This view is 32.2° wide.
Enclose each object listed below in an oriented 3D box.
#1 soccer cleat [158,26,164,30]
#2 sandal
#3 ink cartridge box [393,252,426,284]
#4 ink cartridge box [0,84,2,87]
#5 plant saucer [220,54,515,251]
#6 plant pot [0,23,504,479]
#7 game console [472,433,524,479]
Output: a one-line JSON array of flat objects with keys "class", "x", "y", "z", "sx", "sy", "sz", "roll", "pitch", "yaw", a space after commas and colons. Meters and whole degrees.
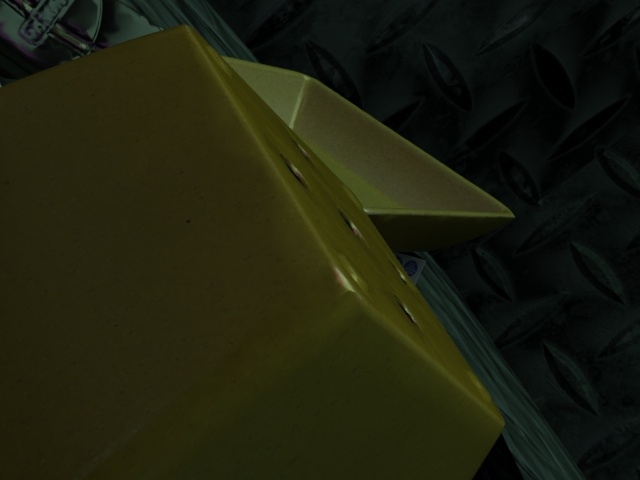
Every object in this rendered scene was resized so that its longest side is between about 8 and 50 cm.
[{"class": "soccer cleat", "x": -0.116, "y": -0.040, "z": 0.893, "sx": 0.143, "sy": 0.116, "sz": 0.331, "roll": -3, "pitch": 55, "yaw": -52}, {"class": "sandal", "x": -0.226, "y": -0.166, "z": 0.813, "sx": 0.303, "sy": 0.120, "sz": 0.086, "roll": 43, "pitch": -33, "yaw": -11}, {"class": "ink cartridge box", "x": 0.000, "y": 0.000, "z": 1.153, "sx": 0.207, "sy": 0.046, "sz": 0.097, "roll": 15, "pitch": 13, "yaw": -35}, {"class": "ink cartridge box", "x": -0.275, "y": -0.143, "z": 0.497, "sx": 0.330, "sy": 0.071, "sz": 0.324, "roll": 58, "pitch": 10, "yaw": 32}, {"class": "plant saucer", "x": -0.007, "y": -0.081, "z": 1.143, "sx": 0.333, "sy": 0.081, "sz": 0.333, "roll": 37, "pitch": 20, "yaw": 28}, {"class": "plant pot", "x": -0.060, "y": 0.050, "z": 0.420, "sx": 0.212, "sy": 0.187, "sz": 0.212, "roll": 43, "pitch": 12, "yaw": -52}, {"class": "game console", "x": 0.173, "y": 0.286, "z": 0.951, "sx": 0.361, "sy": 0.044, "sz": 0.213, "roll": 68, "pitch": -1, "yaw": -55}]
